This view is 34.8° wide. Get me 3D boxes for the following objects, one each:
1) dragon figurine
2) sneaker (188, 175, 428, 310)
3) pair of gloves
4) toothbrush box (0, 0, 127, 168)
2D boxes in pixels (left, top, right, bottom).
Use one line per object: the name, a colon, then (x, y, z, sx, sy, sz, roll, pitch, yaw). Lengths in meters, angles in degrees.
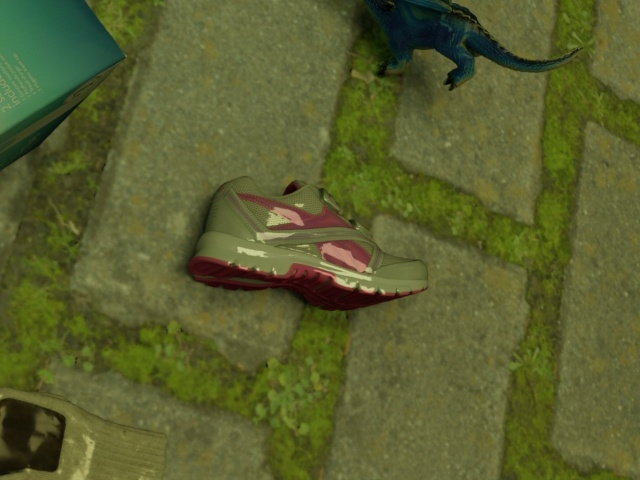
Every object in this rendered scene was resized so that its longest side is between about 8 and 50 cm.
dragon figurine: (0.122, -0.244, 1.072, 0.085, 0.289, 0.144, -51, 144, -30)
sneaker: (0.000, 0.000, 0.984, 0.252, 0.103, 0.111, 14, 71, -30)
pair of gloves: (-0.233, 0.239, 0.805, 0.204, 0.042, 0.240, 26, 65, -25)
toothbrush box: (-0.318, -0.076, 0.731, 0.295, 0.216, 0.126, -41, 100, -35)
